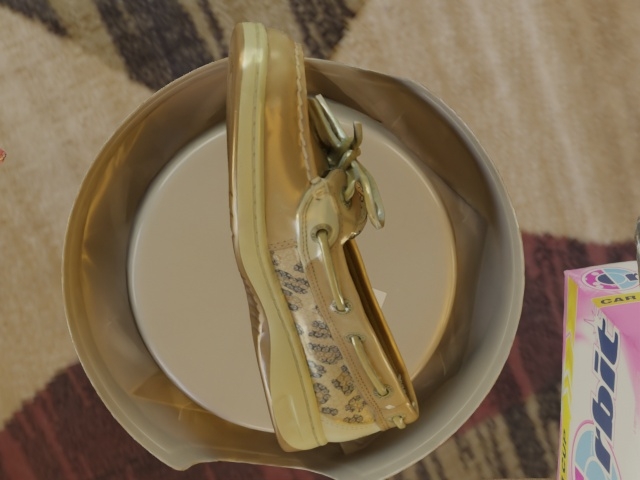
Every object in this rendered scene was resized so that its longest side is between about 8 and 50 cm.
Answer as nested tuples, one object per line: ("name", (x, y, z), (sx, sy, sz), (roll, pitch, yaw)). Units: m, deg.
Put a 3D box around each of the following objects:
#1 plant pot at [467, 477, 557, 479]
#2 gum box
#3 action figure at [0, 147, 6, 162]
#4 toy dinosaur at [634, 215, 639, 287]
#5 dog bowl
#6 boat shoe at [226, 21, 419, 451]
("plant pot", (0.222, 0.299, 1.336), (0.254, 0.237, 0.237), (-10, 115, -10))
("gum box", (0.160, 0.116, 0.757), (0.062, 0.107, 0.188), (-6, 112, -11))
("action figure", (-0.300, -0.039, 0.562), (0.370, 0.276, 0.248), (7, 150, -10))
("toy dinosaur", (0.161, -0.042, 0.492), (0.200, 0.127, 0.296), (-16, 93, -6))
("dog bowl", (-0.022, 0.021, 1.234), (0.348, 0.102, 0.349), (-1, 101, -4))
("boat shoe", (0.000, 0.000, 0.898), (0.089, 0.105, 0.285), (-6, 131, 3))
